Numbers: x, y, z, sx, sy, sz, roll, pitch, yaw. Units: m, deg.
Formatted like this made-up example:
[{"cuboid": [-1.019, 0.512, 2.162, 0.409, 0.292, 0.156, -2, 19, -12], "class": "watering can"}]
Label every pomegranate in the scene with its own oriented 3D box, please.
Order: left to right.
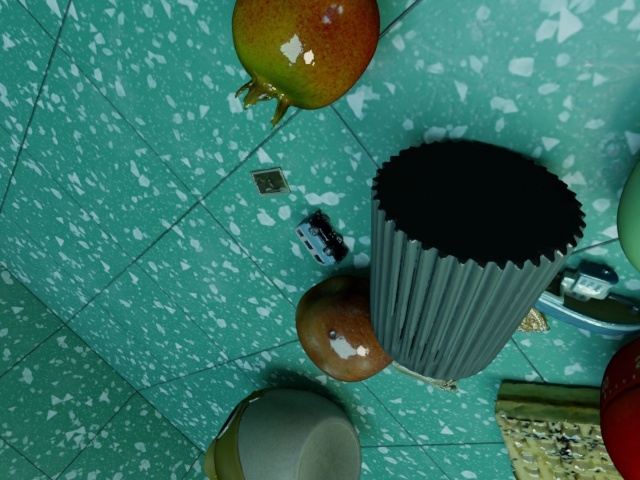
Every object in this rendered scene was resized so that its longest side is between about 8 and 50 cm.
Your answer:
[{"cuboid": [-0.034, -0.290, 0.635, 0.221, 0.221, 0.256, 32, 90, 0], "class": "pomegranate"}]

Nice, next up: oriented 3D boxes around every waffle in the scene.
[{"cuboid": [0.571, 0.491, 0.980, 0.261, 0.114, 0.376, -6, 121, 36], "class": "waffle"}]

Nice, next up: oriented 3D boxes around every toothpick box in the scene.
[{"cuboid": [-0.123, 0.667, 1.352, 0.426, 0.409, 0.408, -11, 118, 43], "class": "toothpick box"}]

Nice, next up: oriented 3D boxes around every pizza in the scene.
[{"cuboid": [0.401, 0.140, 0.869, 0.100, 0.029, 0.099, -10, 111, 34], "class": "pizza"}]

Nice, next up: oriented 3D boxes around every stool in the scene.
[{"cuboid": [0.220, 0.048, 0.730, 0.297, 0.297, 0.329, 19, 137, 18], "class": "stool"}]

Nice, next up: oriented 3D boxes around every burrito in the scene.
[{"cuboid": [0.259, 0.337, 1.099, 0.188, 0.045, 0.058, 16, 124, 23], "class": "burrito"}]

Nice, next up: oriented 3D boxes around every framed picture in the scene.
[{"cuboid": [-0.115, -0.132, 0.981, 0.089, 0.006, 0.066, -2, 123, 33], "class": "framed picture"}]

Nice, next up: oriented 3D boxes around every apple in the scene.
[{"cuboid": [0.059, 0.190, 0.967, 0.254, 0.253, 0.253, 17, 132, 20], "class": "apple"}]

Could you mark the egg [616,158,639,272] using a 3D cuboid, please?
[{"cuboid": [0.498, -0.045, 0.517, 0.221, 0.220, 0.269, 22, 135, 16], "class": "egg"}]

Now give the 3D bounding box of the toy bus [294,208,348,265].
[{"cuboid": [0.000, 0.000, 0.979, 0.075, 0.060, 0.123, -20, 110, 46], "class": "toy bus"}]

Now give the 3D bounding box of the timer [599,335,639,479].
[{"cuboid": [0.648, 0.300, 0.650, 0.378, 0.279, 0.377, 16, 136, 16], "class": "timer"}]

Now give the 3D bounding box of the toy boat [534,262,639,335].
[{"cuboid": [0.471, 0.097, 0.744, 0.215, 0.088, 0.102, 22, 130, 17], "class": "toy boat"}]
